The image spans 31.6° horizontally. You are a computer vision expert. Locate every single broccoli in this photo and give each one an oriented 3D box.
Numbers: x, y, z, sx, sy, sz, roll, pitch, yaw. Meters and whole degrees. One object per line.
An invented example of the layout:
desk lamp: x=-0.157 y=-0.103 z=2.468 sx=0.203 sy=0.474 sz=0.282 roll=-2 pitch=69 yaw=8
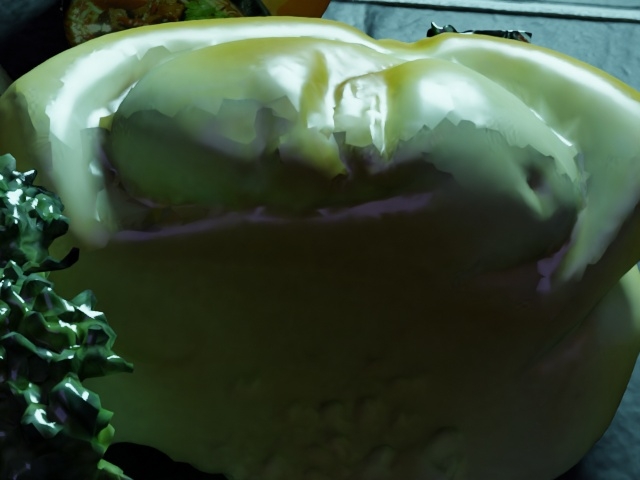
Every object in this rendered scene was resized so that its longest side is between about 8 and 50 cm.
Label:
broccoli: x=-0.218 y=0.145 z=0.609 sx=0.275 sy=0.397 sz=0.353 roll=-20 pitch=41 yaw=-10

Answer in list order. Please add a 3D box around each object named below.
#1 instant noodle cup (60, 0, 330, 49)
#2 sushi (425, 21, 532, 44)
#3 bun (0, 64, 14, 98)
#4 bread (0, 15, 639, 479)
instant noodle cup: x=-0.121 y=-0.248 z=0.882 sx=0.230 sy=0.230 sz=0.182 roll=-26 pitch=55 yaw=-14
sushi: x=0.117 y=-0.125 z=0.902 sx=0.085 sy=0.056 sz=0.083 roll=11 pitch=68 yaw=4
bun: x=-0.344 y=-0.096 z=0.842 sx=0.237 sy=0.116 sz=0.210 roll=1 pitch=61 yaw=1
bread: x=0.000 y=0.008 z=0.715 sx=0.424 sy=0.245 sz=0.329 roll=6 pitch=61 yaw=-2
